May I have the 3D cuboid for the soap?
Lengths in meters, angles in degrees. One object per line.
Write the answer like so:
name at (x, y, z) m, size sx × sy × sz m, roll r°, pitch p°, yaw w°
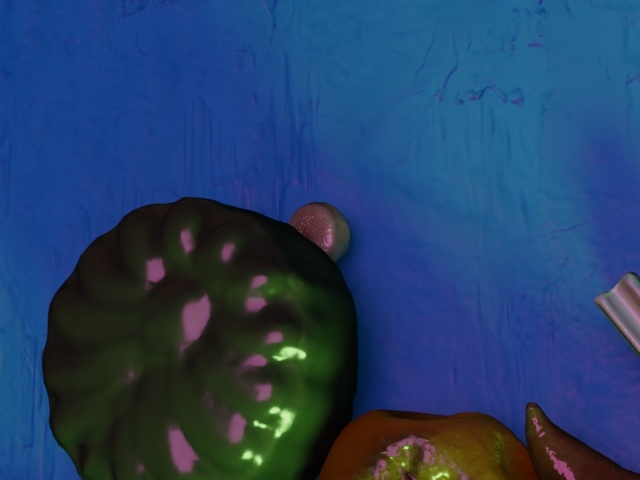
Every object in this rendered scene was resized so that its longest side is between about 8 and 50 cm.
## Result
soap at (0.356, 0.110, 1.685) m, size 0.056 × 0.100 × 0.149 m, roll -40°, pitch 65°, yaw 9°

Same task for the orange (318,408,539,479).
orange at (0.107, 0.284, 1.688) m, size 0.249 × 0.183 × 0.249 m, roll -7°, pitch 70°, yaw 20°

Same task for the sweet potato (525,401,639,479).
sweet potato at (0.344, 0.292, 1.641) m, size 0.354 × 0.095 × 0.106 m, roll 31°, pitch 123°, yaw 16°

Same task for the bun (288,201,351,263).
bun at (0.000, 0.000, 1.888) m, size 0.086 × 0.055 × 0.086 m, roll -16°, pitch 63°, yaw 34°

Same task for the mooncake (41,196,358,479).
mooncake at (-0.135, 0.130, 1.799) m, size 0.356 × 0.194 × 0.356 m, roll -5°, pitch 80°, yaw 31°
